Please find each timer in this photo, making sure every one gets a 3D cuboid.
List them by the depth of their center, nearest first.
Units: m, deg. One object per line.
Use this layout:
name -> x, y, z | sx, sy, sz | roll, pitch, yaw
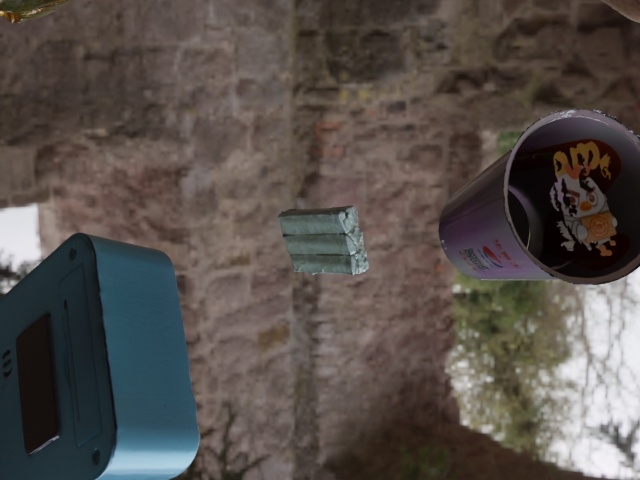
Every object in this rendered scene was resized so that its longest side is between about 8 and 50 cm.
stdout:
timer -> -0.236, 0.141, 1.019 | 0.250, 0.232, 0.091 | -31, 150, 36

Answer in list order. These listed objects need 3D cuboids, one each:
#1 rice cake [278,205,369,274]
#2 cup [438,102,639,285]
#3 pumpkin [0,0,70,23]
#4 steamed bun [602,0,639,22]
rice cake -> 0.000, 0.000, 1.794 | 0.038, 0.124, 0.211 | -23, -163, -30
cup -> 0.255, -0.032, 1.309 | 0.203, 0.203, 0.288 | -4, 173, -15
pumpkin -> -0.366, -0.308, 1.080 | 0.320, 0.192, 0.320 | -12, -172, 2
steamed bun -> 0.405, -0.416, 1.320 | 0.251, 0.301, 0.199 | 36, 176, -2
